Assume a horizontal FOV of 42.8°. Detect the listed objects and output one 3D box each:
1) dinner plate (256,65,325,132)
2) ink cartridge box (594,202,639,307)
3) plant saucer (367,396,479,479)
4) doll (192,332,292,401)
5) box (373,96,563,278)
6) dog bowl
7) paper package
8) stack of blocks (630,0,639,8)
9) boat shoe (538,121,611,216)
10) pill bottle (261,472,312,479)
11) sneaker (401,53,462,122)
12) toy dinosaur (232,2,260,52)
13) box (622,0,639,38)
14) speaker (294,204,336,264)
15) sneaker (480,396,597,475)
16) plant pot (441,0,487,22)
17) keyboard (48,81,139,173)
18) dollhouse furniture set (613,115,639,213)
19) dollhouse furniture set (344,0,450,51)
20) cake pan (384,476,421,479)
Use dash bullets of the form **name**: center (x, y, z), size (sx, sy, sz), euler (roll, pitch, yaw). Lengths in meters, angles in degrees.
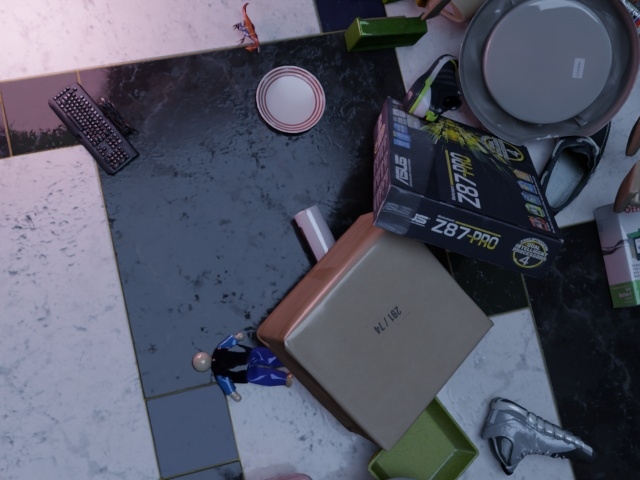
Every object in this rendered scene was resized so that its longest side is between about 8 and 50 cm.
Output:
- **dinner plate**: center (-0.060, -0.285, 1.658), size (0.141, 0.017, 0.141), euler (2, 81, -10)
- **ink cartridge box**: center (0.685, 0.021, 1.715), size (0.160, 0.092, 0.219), euler (-8, 83, -12)
- **plant saucer**: center (0.188, 0.410, 1.552), size (0.188, 0.045, 0.188), euler (-45, 117, -15)
- **doll**: center (-0.147, 0.240, 1.540), size (0.189, 0.046, 0.129), euler (9, 78, -10)
- **box**: center (0.257, -0.110, 1.527), size (0.318, 0.395, 0.097), euler (17, 121, -6)
- **dog bowl**: center (0.453, -0.364, 1.648), size (0.348, 0.102, 0.349), euler (2, 109, 5)
- **paper package**: center (0.102, 0.162, 1.510), size (0.325, 0.168, 0.309), euler (-47, 105, -16)
- **stack of blocks**: center (0.677, -0.510, 1.759), size (0.297, 0.171, 0.087), euler (15, 77, 10)
- **boat shoe**: center (0.537, -0.166, 1.717), size (0.114, 0.091, 0.302), euler (33, 76, -5)
- **pill bottle**: center (-0.061, 0.580, 1.438), size (0.169, 0.169, 0.301), euler (-12, 83, -13)
- **sneaker**: center (0.242, -0.295, 1.645), size (0.097, 0.084, 0.235), euler (36, 44, 6)
- **toy dinosaur**: center (-0.146, -0.417, 1.635), size (0.047, 0.090, 0.082), euler (-17, 40, -23)
- **box**: center (0.557, -0.412, 1.711), size (0.159, 0.044, 0.233), euler (38, 120, -2)
- **speaker**: center (0.000, 0.000, 1.603), size (0.055, 0.055, 0.136), euler (-25, 87, -14)
- **sneaker**: center (0.420, 0.416, 1.611), size (0.228, 0.086, 0.132), euler (28, 81, 5)
- **plant pot**: center (0.336, -0.598, 1.692), size (0.256, 0.256, 0.274), euler (39, 93, -3)
- **keyboard**: center (-0.428, -0.228, 1.566), size (0.100, 0.038, 0.192), euler (-41, 91, -15)
- **dollhouse furniture set**: center (0.813, -0.175, 1.659), size (0.362, 0.256, 0.394), euler (14, 75, 10)
- **dollhouse furniture set**: center (0.148, -0.516, 1.589), size (0.151, 0.301, 0.198), euler (-7, 85, -15)
- **cake pan**: center (0.140, 0.570, 1.438), size (0.293, 0.054, 0.293), euler (10, 69, -26)
